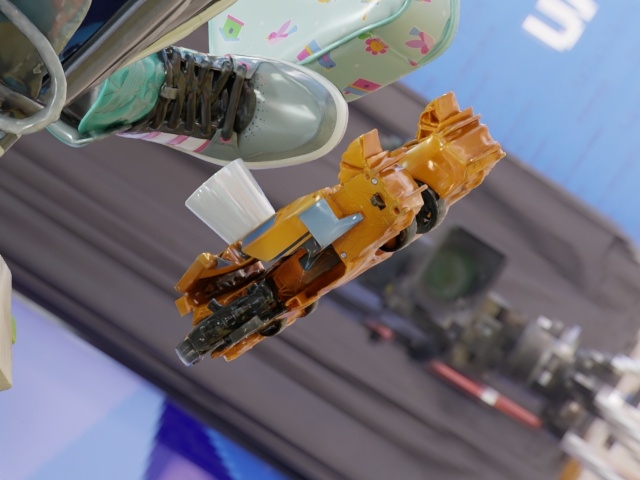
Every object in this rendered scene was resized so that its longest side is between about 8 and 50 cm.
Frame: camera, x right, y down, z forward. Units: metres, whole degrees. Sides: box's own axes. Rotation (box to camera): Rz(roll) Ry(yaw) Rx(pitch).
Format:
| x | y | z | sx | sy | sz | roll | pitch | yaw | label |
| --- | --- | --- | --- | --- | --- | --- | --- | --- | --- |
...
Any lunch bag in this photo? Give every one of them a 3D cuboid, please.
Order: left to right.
| x | y | z | sx | sy | sz | roll | pitch | yaw | label |
| --- | --- | --- | --- | --- | --- | --- | --- | --- | --- |
| 0.014 | -0.255 | 1.820 | 0.279 | 0.108 | 0.224 | -24 | 57 | 34 | lunch bag |

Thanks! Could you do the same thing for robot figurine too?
| x | y | z | sx | sy | sz | roll | pitch | yaw | label |
| --- | --- | --- | --- | --- | --- | --- | --- | --- | --- |
| 0.000 | 0.000 | 1.403 | 0.291 | 0.085 | 0.211 | -36 | -5 | 41 | robot figurine |

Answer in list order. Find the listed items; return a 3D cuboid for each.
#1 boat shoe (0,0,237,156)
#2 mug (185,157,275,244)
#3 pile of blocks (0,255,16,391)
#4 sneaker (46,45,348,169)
| x | y | z | sx | sy | sz | roll | pitch | yaw | label |
| --- | --- | --- | --- | --- | --- | --- | --- | --- | --- |
| -0.172 | -0.091 | 0.696 | 0.500 | 0.187 | 0.156 | -41 | -8 | -36 | boat shoe |
| -0.069 | -0.029 | 1.557 | 0.062 | 0.064 | 0.078 | -42 | -4 | 24 | mug |
| -0.270 | 0.007 | 1.115 | 0.149 | 0.362 | 0.112 | -32 | -39 | -11 | pile of blocks |
| -0.135 | -0.132 | 1.582 | 0.178 | 0.296 | 0.123 | -6 | -75 | -74 | sneaker |
